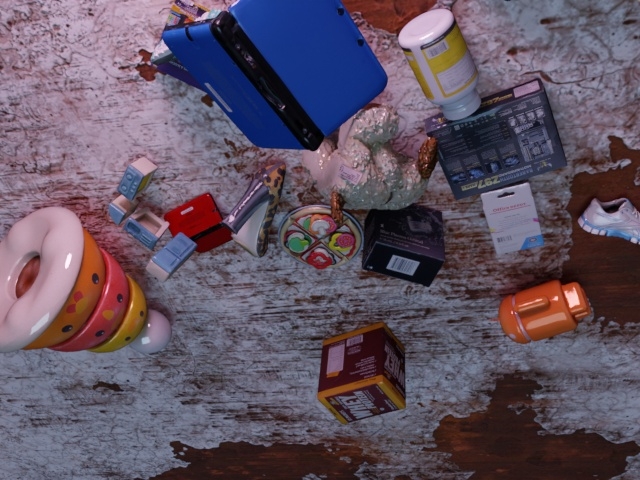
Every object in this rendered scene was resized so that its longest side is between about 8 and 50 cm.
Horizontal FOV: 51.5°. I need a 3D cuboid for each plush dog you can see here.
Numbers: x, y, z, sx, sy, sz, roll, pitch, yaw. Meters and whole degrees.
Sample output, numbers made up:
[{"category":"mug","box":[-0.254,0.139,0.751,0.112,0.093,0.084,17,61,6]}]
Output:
[{"category":"plush dog","box":[0.112,-0.123,1.303,0.226,0.210,0.262,6,159,-31]}]

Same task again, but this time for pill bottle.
[{"category":"pill bottle","box":[0.221,-0.310,1.189,0.103,0.103,0.184,-19,128,22]}]

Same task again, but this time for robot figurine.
[{"category":"robot figurine","box":[0.523,0.173,1.581,0.220,0.158,0.128,-23,97,24]}]

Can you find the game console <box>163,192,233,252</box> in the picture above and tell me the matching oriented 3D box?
[{"category":"game console","box":[-0.271,-0.038,1.557,0.144,0.085,0.124,-24,94,25]}]

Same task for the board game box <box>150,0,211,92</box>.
[{"category":"board game box","box":[-0.213,-0.353,1.239,0.170,0.048,0.141,23,129,-14]}]

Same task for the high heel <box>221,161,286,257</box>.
[{"category":"high heel","box":[-0.120,-0.062,1.490,0.093,0.186,0.261,35,169,15]}]

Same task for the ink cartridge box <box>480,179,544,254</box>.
[{"category":"ink cartridge box","box":[0.409,-0.061,1.423,0.105,0.061,0.181,-13,130,17]}]

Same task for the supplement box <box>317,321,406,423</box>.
[{"category":"supplement box","box":[0.111,0.349,1.743,0.192,0.194,0.129,-21,127,24]}]

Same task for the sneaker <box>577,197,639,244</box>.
[{"category":"sneaker","box":[0.654,-0.047,1.406,0.191,0.071,0.082,9,127,-2]}]

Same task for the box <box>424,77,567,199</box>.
[{"category":"box","box":[0.346,-0.194,1.310,0.233,0.059,0.183,-18,126,22]}]

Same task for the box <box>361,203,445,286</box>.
[{"category":"box","box":[0.179,-0.001,1.439,0.156,0.158,0.093,15,133,-8]}]

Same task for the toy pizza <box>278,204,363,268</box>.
[{"category":"toy pizza","box":[0.000,0.000,1.547,0.202,0.032,0.201,3,133,4]}]

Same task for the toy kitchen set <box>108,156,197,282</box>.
[{"category":"toy kitchen set","box":[-0.363,-0.047,1.446,0.207,0.122,0.166,37,128,-2]}]

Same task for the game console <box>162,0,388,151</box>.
[{"category":"game console","box":[-0.075,-0.310,1.141,0.250,0.173,0.293,10,151,44]}]

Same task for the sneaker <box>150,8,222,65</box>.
[{"category":"sneaker","box":[-0.226,-0.340,1.179,0.167,0.064,0.076,-18,131,25]}]

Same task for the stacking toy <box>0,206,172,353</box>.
[{"category":"stacking toy","box":[-0.545,0.158,1.633,0.351,0.350,0.480,-24,144,26]}]
